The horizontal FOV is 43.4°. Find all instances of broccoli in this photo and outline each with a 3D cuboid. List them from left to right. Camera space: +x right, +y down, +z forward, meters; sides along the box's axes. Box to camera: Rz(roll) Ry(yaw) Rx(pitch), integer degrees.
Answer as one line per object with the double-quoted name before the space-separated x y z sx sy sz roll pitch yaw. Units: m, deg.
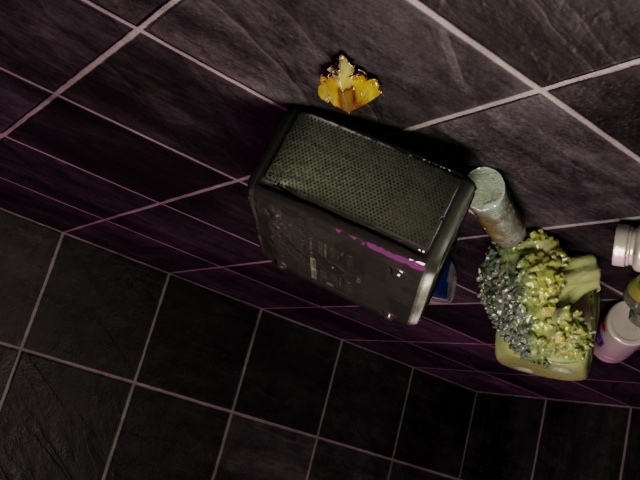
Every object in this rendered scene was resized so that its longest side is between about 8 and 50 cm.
"broccoli" 0.531 0.110 1.946 0.280 0.348 0.293 -15 -153 -3

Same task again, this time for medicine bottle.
"medicine bottle" 0.865 0.274 2.332 0.130 0.130 0.341 11 165 13
"medicine bottle" 0.702 0.020 1.652 0.186 0.103 0.103 9 163 23

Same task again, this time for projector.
"projector" 0.072 -0.036 1.656 0.405 0.242 0.395 24 162 10

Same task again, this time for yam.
"yam" 0.373 -0.062 1.705 0.093 0.093 0.259 7 164 27

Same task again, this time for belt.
"belt" 0.254 0.095 2.246 0.212 0.117 0.347 2 168 31

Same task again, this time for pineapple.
"pineapple" 0.039 -0.265 1.359 0.114 0.077 0.114 4 148 21

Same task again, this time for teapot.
"teapot" 0.813 0.141 1.935 0.165 0.130 0.119 -14 129 0

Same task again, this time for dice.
"dice" 0.616 0.232 2.184 0.249 0.252 0.254 8 166 22
